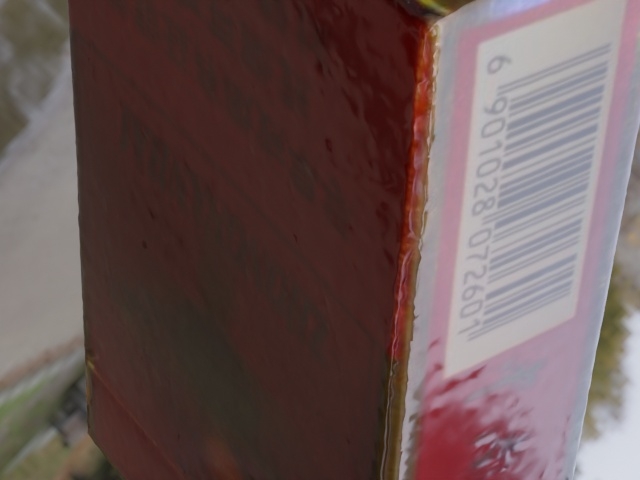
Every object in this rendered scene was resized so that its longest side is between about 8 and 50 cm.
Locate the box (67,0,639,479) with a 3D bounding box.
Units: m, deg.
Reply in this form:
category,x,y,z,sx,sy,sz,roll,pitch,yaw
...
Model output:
category,x,y,z,sx,sy,sz,roll,pitch,yaw
box,0.000,-0.001,0.629,0.089,0.197,0.313,-22,136,-28
